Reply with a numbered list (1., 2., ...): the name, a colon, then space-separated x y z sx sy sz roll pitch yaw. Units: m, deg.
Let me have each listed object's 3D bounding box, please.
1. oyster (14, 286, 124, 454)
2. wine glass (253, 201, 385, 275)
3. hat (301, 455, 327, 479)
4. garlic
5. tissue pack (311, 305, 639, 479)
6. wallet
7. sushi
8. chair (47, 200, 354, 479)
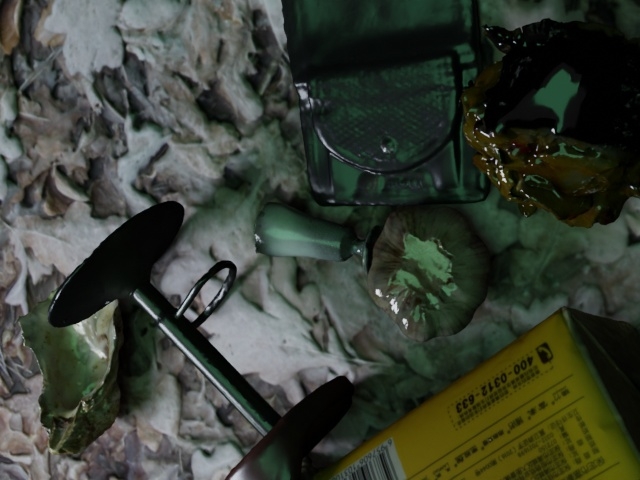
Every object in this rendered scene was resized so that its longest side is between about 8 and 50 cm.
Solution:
1. oyster: -0.330 0.179 1.704 0.161 0.107 0.233 -3 80 31
2. wine glass: 0.000 0.000 1.512 0.155 0.072 0.072 12 105 22
3. hat: -0.002 0.349 1.555 0.175 0.085 0.147 -9 93 47
4. garlic: 0.127 0.035 1.441 0.147 0.102 0.159 -16 82 13
5. tissue pack: 0.220 0.291 1.346 0.382 0.228 0.293 -39 59 27
6. wallet: 0.073 -0.199 1.459 0.247 0.041 0.323 -2 97 25
7. sushi: 0.253 -0.123 1.310 0.200 0.213 0.204 16 93 46
8. chair: -0.124 0.167 1.520 0.401 0.226 0.226 46 115 11
